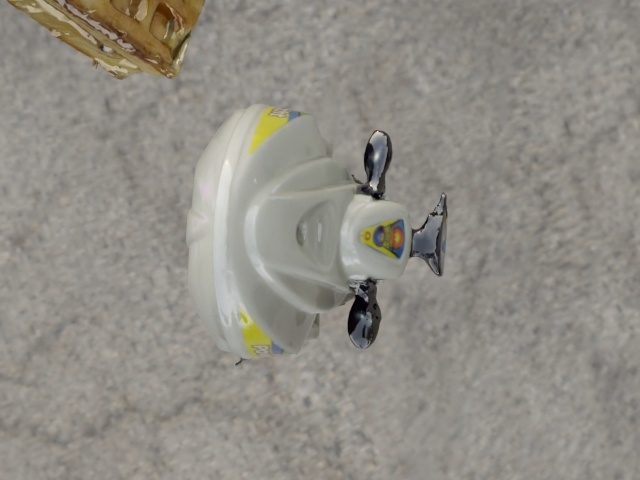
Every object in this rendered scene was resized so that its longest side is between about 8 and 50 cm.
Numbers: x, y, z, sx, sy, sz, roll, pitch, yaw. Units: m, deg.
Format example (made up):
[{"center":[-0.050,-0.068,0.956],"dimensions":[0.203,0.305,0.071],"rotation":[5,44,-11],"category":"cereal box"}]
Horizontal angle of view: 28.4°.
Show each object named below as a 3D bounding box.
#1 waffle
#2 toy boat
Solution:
[{"center":[-0.213,-0.294,1.041],"dimensions":[0.091,0.308,0.212],"rotation":[3,69,41],"category":"waffle"},{"center":[-0.006,0.000,0.691],"dimensions":[0.269,0.141,0.140],"rotation":[179,72,-85],"category":"toy boat"}]
